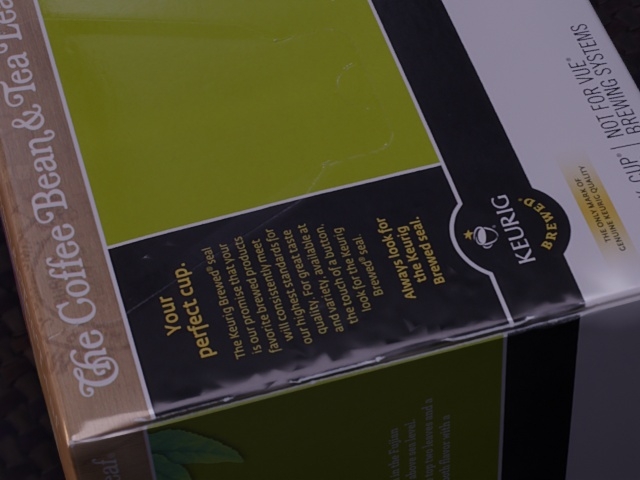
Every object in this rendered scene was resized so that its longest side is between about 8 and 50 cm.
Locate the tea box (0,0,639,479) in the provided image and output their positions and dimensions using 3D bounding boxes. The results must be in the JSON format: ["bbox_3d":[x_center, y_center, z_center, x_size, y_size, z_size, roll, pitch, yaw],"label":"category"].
[{"bbox_3d":[0.000,0.000,1.026,0.323,0.220,0.329,-13,50,-8],"label":"tea box"}]
